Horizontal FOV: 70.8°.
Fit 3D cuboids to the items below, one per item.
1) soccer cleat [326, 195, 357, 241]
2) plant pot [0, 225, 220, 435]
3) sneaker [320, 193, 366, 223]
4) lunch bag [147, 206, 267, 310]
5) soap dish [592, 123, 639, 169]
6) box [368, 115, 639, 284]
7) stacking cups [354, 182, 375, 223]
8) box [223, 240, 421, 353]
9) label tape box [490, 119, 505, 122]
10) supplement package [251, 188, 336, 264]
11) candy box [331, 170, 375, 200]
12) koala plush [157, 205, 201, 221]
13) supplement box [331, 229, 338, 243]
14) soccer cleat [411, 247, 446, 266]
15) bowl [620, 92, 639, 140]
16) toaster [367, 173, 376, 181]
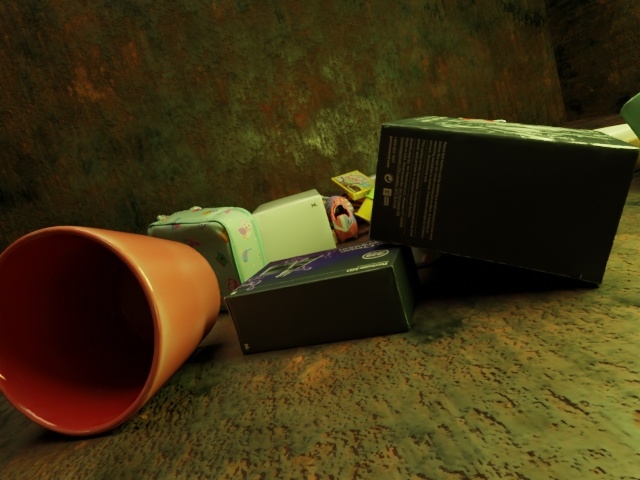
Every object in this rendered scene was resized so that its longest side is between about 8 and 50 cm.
[{"bbox_3d":[0.061,-0.092,1.383,0.083,0.095,0.248,-17,33,3],"label":"soccer cleat"},{"bbox_3d":[-0.291,0.104,0.671,0.275,0.274,0.243,-14,2,14],"label":"plant pot"},{"bbox_3d":[0.037,-0.077,1.553,0.321,0.124,0.180,-4,29,42],"label":"sneaker"},{"bbox_3d":[-0.246,0.046,0.985,0.280,0.223,0.108,-2,21,36],"label":"lunch bag"},{"bbox_3d":[0.680,-0.210,1.170,0.291,0.118,0.229,-20,10,-16],"label":"soap dish"},{"bbox_3d":[0.285,-0.098,0.736,0.313,0.178,0.343,12,21,20],"label":"box"},{"bbox_3d":[0.223,-0.188,1.336,0.316,0.096,0.096,-58,12,2],"label":"stacking cups"},{"bbox_3d":[0.013,0.080,0.715,0.262,0.103,0.184,-13,13,19],"label":"box"},{"bbox_3d":[0.301,-0.152,1.069,0.250,0.115,0.348,-7,-10,16],"label":"label tape box"},{"bbox_3d":[-0.065,-0.021,1.160,0.176,0.177,0.293,-16,9,-1],"label":"supplement package"},{"bbox_3d":[0.120,-0.190,1.529,0.105,0.027,0.206,-17,27,-14],"label":"candy box"},{"bbox_3d":[-0.496,-0.006,1.648,0.197,0.221,0.203,-16,10,3],"label":"koala plush"},{"bbox_3d":[0.000,0.000,1.348,0.099,0.036,0.062,-16,9,2],"label":"supplement box"},{"bbox_3d":[0.225,0.007,0.894,0.197,0.068,0.076,-20,-10,-12],"label":"soccer cleat"},{"bbox_3d":[0.765,-0.224,0.849,0.312,0.162,0.311,-9,-6,-1],"label":"bowl"},{"bbox_3d":[0.181,-0.164,1.671,0.147,0.129,0.227,-17,-3,9],"label":"toaster"}]
